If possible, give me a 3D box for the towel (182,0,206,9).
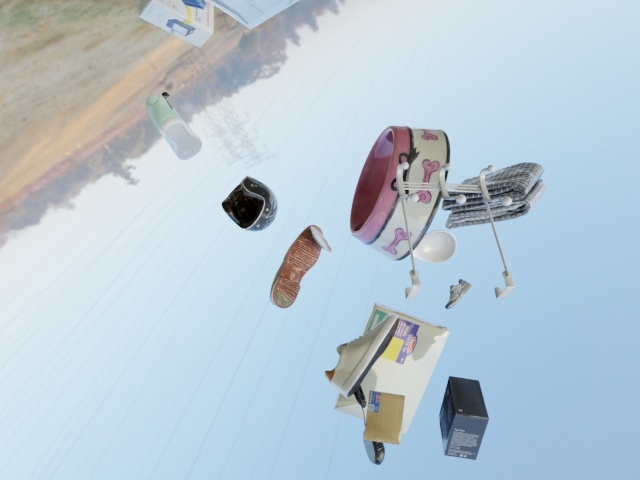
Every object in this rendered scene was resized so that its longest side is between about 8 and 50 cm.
[{"bbox_3d":[-0.360,-0.679,1.352,0.067,0.029,0.119,10,-169,-6],"label":"towel"}]

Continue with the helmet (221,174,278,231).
[{"bbox_3d":[-0.216,-0.111,1.554,0.169,0.161,0.169,-45,-169,11],"label":"helmet"}]

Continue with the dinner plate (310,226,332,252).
[{"bbox_3d":[0.000,0.000,2.073,0.017,0.141,0.141,-40,-157,12],"label":"dinner plate"}]

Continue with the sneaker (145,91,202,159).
[{"bbox_3d":[-0.458,-0.359,1.514,0.094,0.151,0.256,-33,166,-8],"label":"sneaker"}]

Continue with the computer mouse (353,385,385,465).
[{"bbox_3d":[0.144,0.536,1.437,0.041,0.071,0.242,-3,-120,-20],"label":"computer mouse"}]

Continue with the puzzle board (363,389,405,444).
[{"bbox_3d":[0.171,0.471,1.292,0.096,0.128,0.011,7,172,7],"label":"puzzle board"}]

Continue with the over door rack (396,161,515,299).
[{"bbox_3d":[0.306,-0.034,1.095,0.239,0.108,0.325,1,-112,-7],"label":"over door rack"}]

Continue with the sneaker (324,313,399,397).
[{"bbox_3d":[0.121,0.319,1.462,0.123,0.106,0.290,32,-110,28],"label":"sneaker"}]

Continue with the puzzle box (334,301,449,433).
[{"bbox_3d":[0.241,0.441,1.668,0.052,0.272,0.409,-74,-176,-79],"label":"puzzle box"}]

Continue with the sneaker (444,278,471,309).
[{"bbox_3d":[0.494,0.196,1.785,0.135,0.058,0.052,-45,165,-17],"label":"sneaker"}]

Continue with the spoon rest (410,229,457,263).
[{"bbox_3d":[0.364,0.021,1.792,0.276,0.137,0.084,2,-154,6],"label":"spoon rest"}]

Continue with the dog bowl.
[{"bbox_3d":[0.213,-0.153,1.421,0.408,0.150,0.408,-164,-90,-80],"label":"dog bowl"}]

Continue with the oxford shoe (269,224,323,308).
[{"bbox_3d":[-0.122,0.105,2.125,0.397,0.140,0.146,-60,-159,-16],"label":"oxford shoe"}]

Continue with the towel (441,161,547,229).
[{"bbox_3d":[0.540,-0.150,1.529,0.283,0.121,0.235,-9,-161,39],"label":"towel"}]

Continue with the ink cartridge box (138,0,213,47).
[{"bbox_3d":[-0.451,-0.740,1.538,0.093,0.212,0.154,-22,-118,41],"label":"ink cartridge box"}]

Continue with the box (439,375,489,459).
[{"bbox_3d":[0.401,0.500,1.370,0.093,0.158,0.156,8,-155,4],"label":"box"}]

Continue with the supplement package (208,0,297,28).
[{"bbox_3d":[-0.117,-0.505,0.880,0.244,0.139,0.134,19,-94,59],"label":"supplement package"}]
